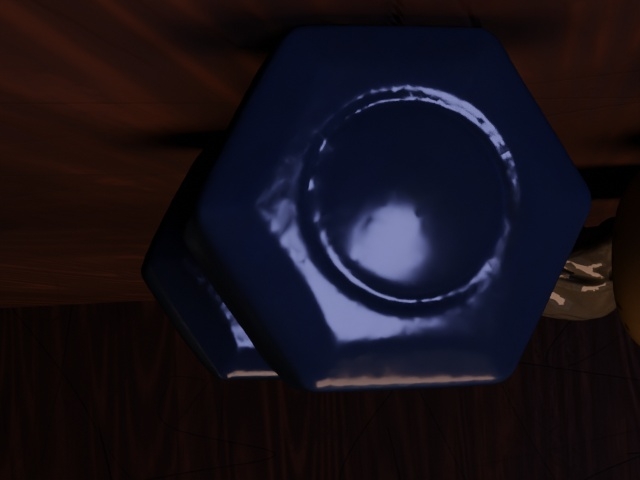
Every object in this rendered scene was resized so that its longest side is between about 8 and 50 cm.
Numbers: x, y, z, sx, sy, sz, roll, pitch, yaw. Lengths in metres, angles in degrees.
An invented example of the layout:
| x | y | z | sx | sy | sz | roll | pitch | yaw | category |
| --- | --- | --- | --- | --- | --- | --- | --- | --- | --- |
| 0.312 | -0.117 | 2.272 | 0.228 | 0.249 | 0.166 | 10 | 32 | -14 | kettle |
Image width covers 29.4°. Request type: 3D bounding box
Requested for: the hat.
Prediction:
| x | y | z | sx | sy | sz | roll | pitch | yaw | category |
| --- | --- | --- | --- | --- | --- | --- | --- | --- | --- |
| 0.248 | 0.038 | 1.004 | 0.245 | 0.149 | 0.214 | 41 | 157 | -17 | hat |

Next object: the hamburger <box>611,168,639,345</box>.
| x | y | z | sx | sy | sz | roll | pitch | yaw | category |
| --- | --- | --- | --- | --- | --- | --- | --- | --- | --- |
| 0.257 | 0.011 | 0.774 | 0.137 | 0.175 | 0.175 | 2 | 179 | 35 | hamburger |

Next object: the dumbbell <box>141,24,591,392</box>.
| x | y | z | sx | sy | sz | roll | pitch | yaw | category |
| --- | --- | --- | --- | --- | --- | --- | --- | --- | --- |
| 0.000 | 0.000 | 0.598 | 0.160 | 0.144 | 0.325 | -3 | 176 | -12 | dumbbell |
